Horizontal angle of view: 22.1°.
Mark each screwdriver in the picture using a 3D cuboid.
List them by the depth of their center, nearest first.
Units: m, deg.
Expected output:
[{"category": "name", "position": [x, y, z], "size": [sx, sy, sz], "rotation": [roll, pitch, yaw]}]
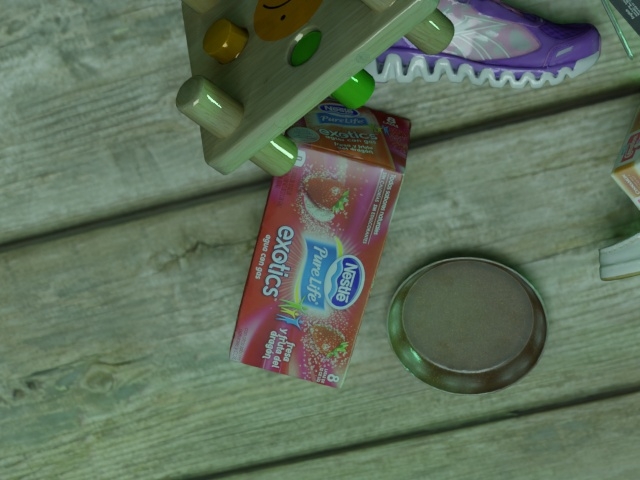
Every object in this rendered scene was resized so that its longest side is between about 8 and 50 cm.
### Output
[{"category": "screwdriver", "position": [0.260, -0.240, 1.532], "size": [0.025, 0.024, 0.170], "rotation": [-40, 116, -6]}]

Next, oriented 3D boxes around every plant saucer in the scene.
[{"category": "plant saucer", "position": [0.153, 0.085, 1.710], "size": [0.168, 0.029, 0.168], "rotation": [3, 117, 5]}]

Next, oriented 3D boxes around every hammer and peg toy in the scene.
[{"category": "hammer and peg toy", "position": [0.022, -0.245, 1.436], "size": [0.361, 0.266, 0.127], "rotation": [-38, 130, 22]}]

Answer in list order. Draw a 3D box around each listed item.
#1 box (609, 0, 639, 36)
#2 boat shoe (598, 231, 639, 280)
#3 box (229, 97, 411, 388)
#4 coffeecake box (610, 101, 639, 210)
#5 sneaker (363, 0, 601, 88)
[{"category": "box", "position": [0.301, -0.272, 1.374], "size": [0.307, 0.242, 0.076], "rotation": [45, 133, -17]}, {"category": "boat shoe", "position": [0.383, -0.049, 1.578], "size": [0.277, 0.098, 0.096], "rotation": [-26, 90, 9]}, {"category": "box", "position": [0.000, 0.000, 1.627], "size": [0.123, 0.128, 0.256], "rotation": [15, 118, -1]}, {"category": "coffeecake box", "position": [0.369, -0.111, 1.478], "size": [0.185, 0.142, 0.068], "rotation": [-23, 118, 44]}, {"category": "sneaker", "position": [0.143, -0.201, 1.527], "size": [0.236, 0.095, 0.104], "rotation": [3, 111, 7]}]
